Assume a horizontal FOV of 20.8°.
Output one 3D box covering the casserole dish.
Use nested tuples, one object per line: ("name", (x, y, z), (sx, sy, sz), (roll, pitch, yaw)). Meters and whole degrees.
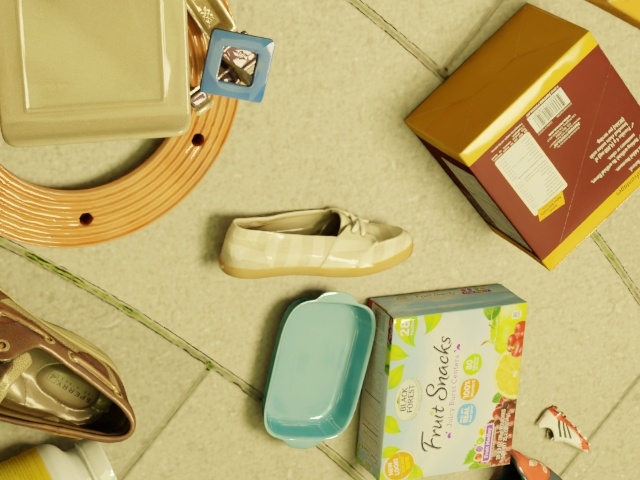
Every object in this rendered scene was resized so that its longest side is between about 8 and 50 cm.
("casserole dish", (-0.007, 0.138, 1.921), (0.114, 0.037, 0.188), (5, 109, -27))

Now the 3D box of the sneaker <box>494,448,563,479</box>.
("sneaker", (0.148, 0.388, 2.055), (0.350, 0.131, 0.148), (-46, 115, -9))

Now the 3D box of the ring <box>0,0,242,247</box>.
("ring", (-0.236, -0.154, 1.696), (0.336, 0.032, 0.336), (-10, 115, -22))

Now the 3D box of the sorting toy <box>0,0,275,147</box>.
("sorting toy", (-0.218, -0.192, 1.634), (0.348, 0.047, 0.196), (-5, 108, -10))

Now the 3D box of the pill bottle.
("pill bottle", (-0.303, 0.273, 1.795), (0.184, 0.103, 0.103), (-25, 119, -14))

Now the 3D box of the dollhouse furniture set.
("dollhouse furniture set", (-0.104, -0.183, 1.681), (0.091, 0.081, 0.114), (-38, 122, -8))

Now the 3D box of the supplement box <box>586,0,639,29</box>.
("supplement box", (0.395, -0.257, 1.928), (0.233, 0.080, 0.078), (22, 98, -29))

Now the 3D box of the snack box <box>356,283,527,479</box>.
("snack box", (0.137, 0.162, 1.980), (0.174, 0.070, 0.207), (-5, 111, -24))

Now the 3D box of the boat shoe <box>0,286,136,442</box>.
("boat shoe", (-0.326, 0.116, 1.708), (0.342, 0.123, 0.123), (32, 94, -32))

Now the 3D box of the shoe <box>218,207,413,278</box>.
("shoe", (0.000, 0.000, 1.844), (0.219, 0.076, 0.058), (-5, 117, -22))

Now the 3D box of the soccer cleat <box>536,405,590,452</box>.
("soccer cleat", (0.295, 0.235, 2.112), (0.035, 0.029, 0.083), (-42, 119, 6))

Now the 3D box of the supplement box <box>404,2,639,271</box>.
("supplement box", (0.237, -0.112, 1.881), (0.191, 0.129, 0.194), (-44, 122, -4))
